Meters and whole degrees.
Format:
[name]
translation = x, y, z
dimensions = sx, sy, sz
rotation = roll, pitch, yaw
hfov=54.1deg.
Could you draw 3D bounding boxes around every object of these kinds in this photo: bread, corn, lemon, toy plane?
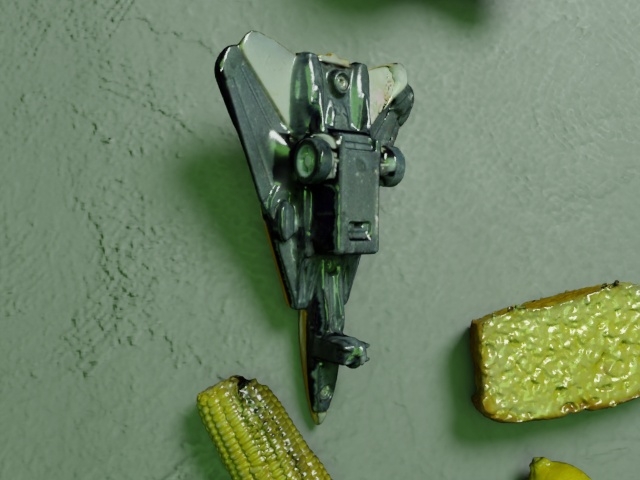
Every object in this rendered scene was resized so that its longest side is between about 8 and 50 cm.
[bread]
translation = 0.214, 0.096, 0.541
dimensions = 0.187, 0.065, 0.103
rotation = -15, 82, -3
[corn]
translation = -0.029, 0.200, 0.514
dimensions = 0.072, 0.072, 0.203
rotation = -34, 85, -6
[lemon]
translation = 0.204, 0.219, 0.526
dimensions = 0.062, 0.062, 0.083
rotation = -30, 81, -6
[toy plane]
translation = 0.008, -0.001, 0.524
dimensions = 0.204, 0.103, 0.316
rotation = -1, 85, -37
